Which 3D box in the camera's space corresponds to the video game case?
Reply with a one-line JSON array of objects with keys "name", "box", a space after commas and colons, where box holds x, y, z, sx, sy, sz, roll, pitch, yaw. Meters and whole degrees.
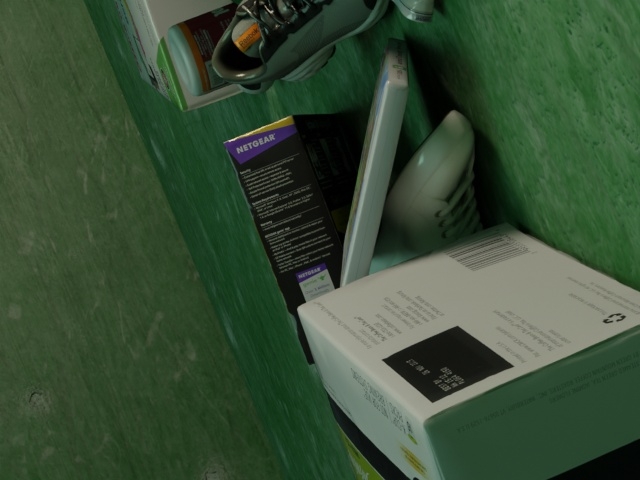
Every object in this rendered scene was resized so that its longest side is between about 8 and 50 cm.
[{"name": "video game case", "box": [0.048, -0.064, 1.627, 0.193, 0.023, 0.212, -83, 5, -72]}]

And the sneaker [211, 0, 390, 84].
[{"name": "sneaker", "box": [-0.018, -0.221, 1.713, 0.100, 0.108, 0.271, 61, 146, 11]}]

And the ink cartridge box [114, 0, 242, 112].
[{"name": "ink cartridge box", "box": [-0.198, -0.307, 2.449, 0.278, 0.117, 0.201, -140, 30, -68]}]

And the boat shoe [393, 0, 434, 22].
[{"name": "boat shoe", "box": [0.075, -0.227, 1.574, 0.100, 0.035, 0.035, -121, 42, -54]}]

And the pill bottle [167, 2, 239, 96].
[{"name": "pill bottle", "box": [-0.088, -0.226, 2.008, 0.086, 0.152, 0.086, 158, 90, -79]}]

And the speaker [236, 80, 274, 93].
[{"name": "speaker", "box": [-0.080, -0.233, 2.203, 0.136, 0.055, 0.055, 103, 143, -70]}]

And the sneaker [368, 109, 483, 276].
[{"name": "sneaker", "box": [0.123, -0.012, 1.658, 0.123, 0.106, 0.290, 33, 152, 11]}]

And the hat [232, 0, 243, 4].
[{"name": "hat", "box": [-0.034, -0.350, 1.844, 0.209, 0.183, 0.173, -1, 134, 31]}]

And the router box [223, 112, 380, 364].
[{"name": "router box", "box": [0.003, -0.011, 1.920, 0.309, 0.081, 0.243, -23, -88, -80]}]

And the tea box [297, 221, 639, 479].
[{"name": "tea box", "box": [0.166, 0.197, 1.459, 0.329, 0.220, 0.323, -142, 33, -68]}]
